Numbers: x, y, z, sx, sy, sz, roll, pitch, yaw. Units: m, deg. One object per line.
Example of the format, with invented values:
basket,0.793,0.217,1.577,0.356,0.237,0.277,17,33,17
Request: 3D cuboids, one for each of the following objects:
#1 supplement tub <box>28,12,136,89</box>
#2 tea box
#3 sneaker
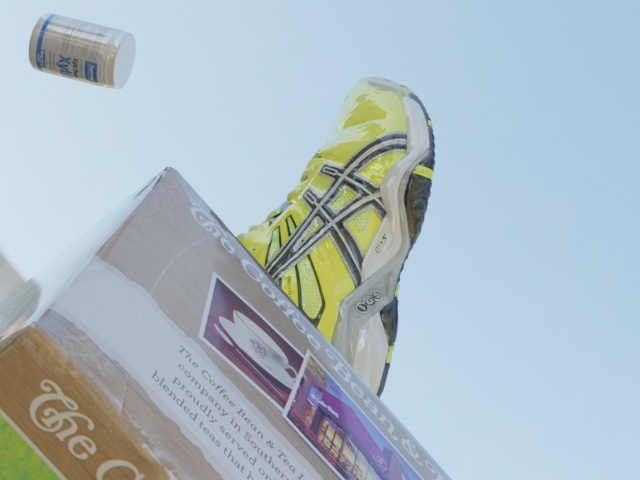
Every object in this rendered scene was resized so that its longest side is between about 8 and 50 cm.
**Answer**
supplement tub,-0.274,-0.218,1.618,0.107,0.071,0.071,15,-33,10
tea box,-0.104,0.203,0.708,0.329,0.323,0.220,48,20,-9
sneaker,0.000,0.000,1.202,0.147,0.384,0.145,18,-36,-7
